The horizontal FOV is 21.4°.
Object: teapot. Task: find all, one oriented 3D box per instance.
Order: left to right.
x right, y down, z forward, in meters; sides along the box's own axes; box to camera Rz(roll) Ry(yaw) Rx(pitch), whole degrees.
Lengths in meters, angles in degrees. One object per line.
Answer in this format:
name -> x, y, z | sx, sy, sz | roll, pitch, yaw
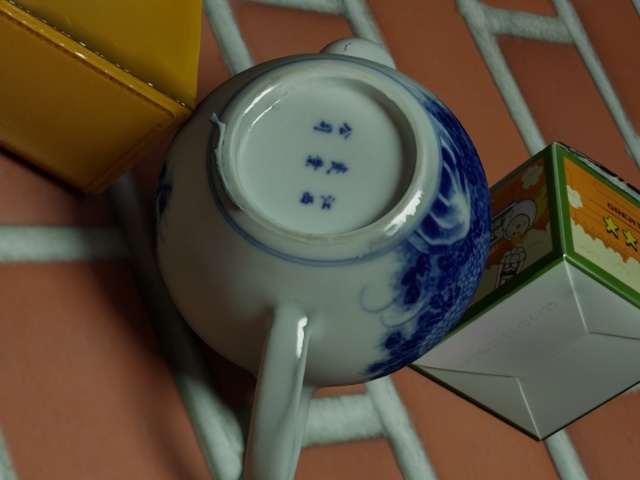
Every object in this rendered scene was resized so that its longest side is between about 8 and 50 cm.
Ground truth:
teapot -> 0.000, 0.000, 1.293 | 0.252, 0.280, 0.424 | 10, 64, 3

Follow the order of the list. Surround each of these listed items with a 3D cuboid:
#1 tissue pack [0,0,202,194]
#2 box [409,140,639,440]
tissue pack -> -0.236, -0.188, 1.254 | 0.274, 0.145, 0.194 | 31, 42, -29
box -> 0.201, 0.046, 1.503 | 0.177, 0.195, 0.148 | 31, 40, -27
